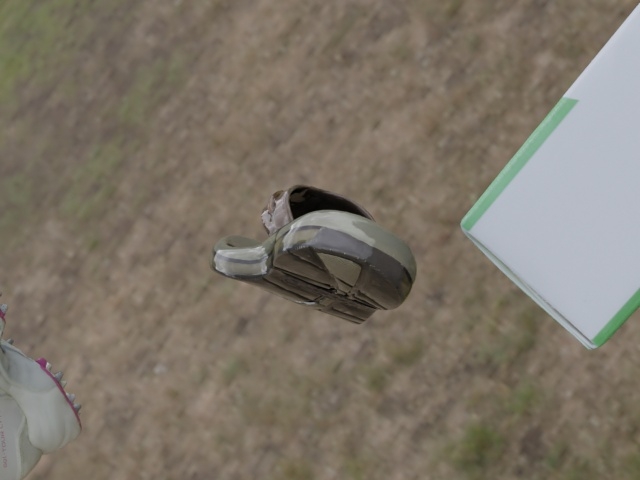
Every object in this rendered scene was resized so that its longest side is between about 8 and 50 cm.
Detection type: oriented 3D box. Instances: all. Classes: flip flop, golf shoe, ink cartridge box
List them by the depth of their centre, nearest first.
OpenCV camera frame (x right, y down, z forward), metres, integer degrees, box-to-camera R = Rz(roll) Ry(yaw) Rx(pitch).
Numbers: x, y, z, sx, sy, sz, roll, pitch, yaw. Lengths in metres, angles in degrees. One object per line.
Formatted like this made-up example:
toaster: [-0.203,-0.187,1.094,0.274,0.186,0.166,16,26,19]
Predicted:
golf shoe: [-0.270,0.080,1.025,0.115,0.306,0.140,24,63,40]
ink cartridge box: [0.234,-0.072,1.043,0.211,0.121,0.289,-52,-9,22]
flip flop: [0.000,0.000,1.049,0.277,0.112,0.080,155,135,-75]
